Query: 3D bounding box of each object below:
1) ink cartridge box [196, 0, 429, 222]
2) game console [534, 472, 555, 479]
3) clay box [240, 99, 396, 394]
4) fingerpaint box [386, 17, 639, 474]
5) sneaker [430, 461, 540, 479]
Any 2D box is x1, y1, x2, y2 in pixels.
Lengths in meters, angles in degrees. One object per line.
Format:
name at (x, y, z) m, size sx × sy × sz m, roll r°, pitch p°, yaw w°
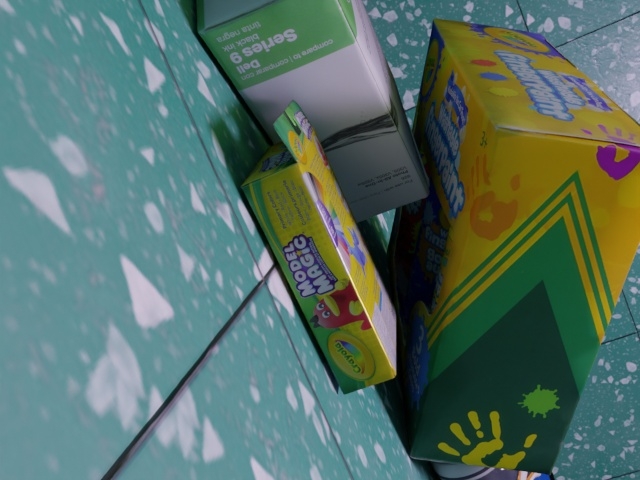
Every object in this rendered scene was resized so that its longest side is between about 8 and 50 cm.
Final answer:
ink cartridge box at (-0.003, -0.180, 0.729) m, size 0.289 × 0.121 × 0.211 m, roll 55°, pitch 19°, yaw -47°
game console at (0.362, 0.521, 1.349) m, size 0.250 × 0.173 × 0.293 m, roll 31°, pitch 25°, yaw -16°
clay box at (0.000, 0.000, 0.608) m, size 0.127 × 0.053 × 0.222 m, roll -74°, pitch 140°, yaw -70°
fingerpaint box at (0.191, -0.027, 0.860) m, size 0.445 × 0.163 × 0.371 m, roll -87°, pitch -175°, yaw -61°
sneaker at (0.211, 0.242, 0.947) m, size 0.128 × 0.126 × 0.321 m, roll 62°, pitch 24°, yaw -11°
